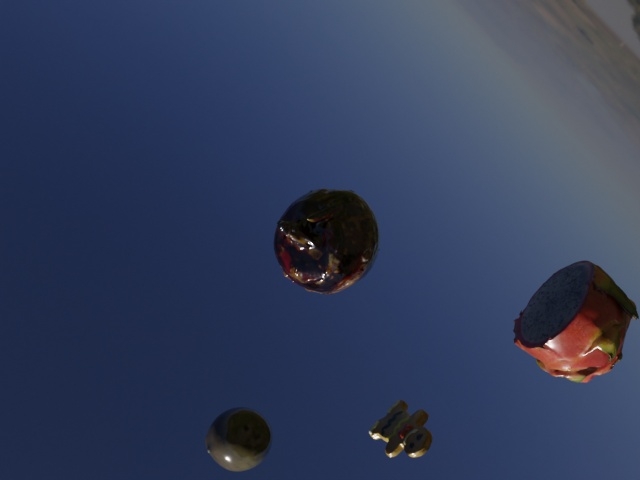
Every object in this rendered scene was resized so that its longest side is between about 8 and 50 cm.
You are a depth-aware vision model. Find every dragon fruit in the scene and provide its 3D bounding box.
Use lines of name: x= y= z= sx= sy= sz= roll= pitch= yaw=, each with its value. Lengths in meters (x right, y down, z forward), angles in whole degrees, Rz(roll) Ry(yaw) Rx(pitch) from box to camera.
dragon fruit: x=0.665 y=0.221 z=1.563 sx=0.226 sy=0.305 sz=0.305 roll=38 pitch=-154 yaw=-4

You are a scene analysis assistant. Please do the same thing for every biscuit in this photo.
biscuit: x=0.225 y=0.520 z=1.698 sx=0.035 sy=0.158 sz=0.240 roll=46 pitch=167 yaw=-17

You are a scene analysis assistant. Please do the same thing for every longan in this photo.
longan: x=-0.246 y=0.604 z=1.884 sx=0.197 sy=0.220 sz=0.196 roll=15 pitch=-121 yaw=-27

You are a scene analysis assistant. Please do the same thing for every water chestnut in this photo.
water chestnut: x=0.000 y=0.000 z=1.584 sx=0.300 sy=0.300 sz=0.300 roll=36 pitch=-152 yaw=-23
